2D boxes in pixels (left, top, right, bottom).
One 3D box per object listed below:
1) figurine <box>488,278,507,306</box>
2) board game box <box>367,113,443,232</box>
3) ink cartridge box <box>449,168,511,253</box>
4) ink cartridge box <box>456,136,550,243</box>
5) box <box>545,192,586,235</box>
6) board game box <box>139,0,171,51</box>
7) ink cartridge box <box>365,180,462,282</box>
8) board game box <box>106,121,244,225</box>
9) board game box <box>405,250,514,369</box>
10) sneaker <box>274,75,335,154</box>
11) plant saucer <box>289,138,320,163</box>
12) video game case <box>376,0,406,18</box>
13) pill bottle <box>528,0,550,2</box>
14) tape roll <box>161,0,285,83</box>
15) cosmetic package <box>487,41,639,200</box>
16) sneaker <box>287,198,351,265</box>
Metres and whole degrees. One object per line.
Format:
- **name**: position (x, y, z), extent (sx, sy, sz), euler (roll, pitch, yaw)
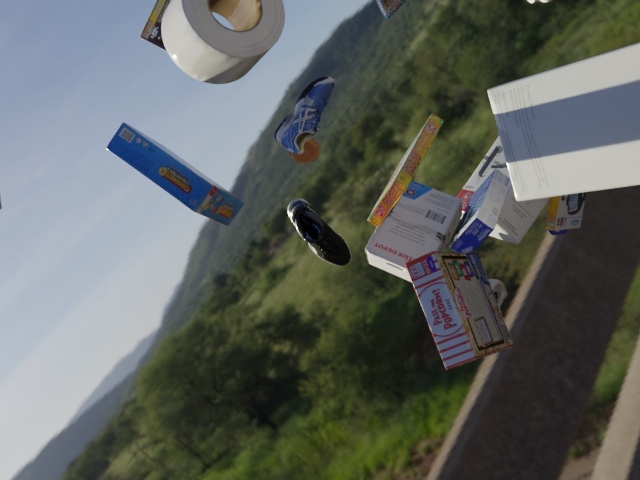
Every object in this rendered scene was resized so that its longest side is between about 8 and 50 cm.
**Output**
- **figurine**: position (0.349, 0.110, 2.199), extent (0.209, 0.215, 0.092), euler (7, 68, 49)
- **board game box**: position (0.162, -0.130, 1.612), extent (0.124, 0.039, 0.259), euler (-58, 3, 45)
- **ink cartridge box**: position (0.332, -0.057, 1.734), extent (0.097, 0.046, 0.207), euler (-53, 2, 40)
- **ink cartridge box**: position (0.479, -0.145, 2.092), extent (0.273, 0.114, 0.197), euler (-54, 24, -6)
- **box**: position (0.501, -0.075, 1.707), extent (0.028, 0.081, 0.136), euler (23, 114, 54)
- **board game box**: position (-0.379, -0.582, 2.230), extent (0.170, 0.141, 0.048), euler (-62, 13, 7)
- **ink cartridge box**: position (0.211, -0.018, 1.888), extent (0.203, 0.148, 0.086), euler (-60, -20, -18)
- **board game box**: position (-0.389, -0.175, 2.305), extent (0.086, 0.308, 0.302), euler (-55, -12, 1)
- **board game box**: position (0.193, 0.089, 1.137), extent (0.045, 0.147, 0.193), euler (-25, -13, 24)
- **sneaker**: position (-0.023, -0.301, 2.030), extent (0.080, 0.081, 0.211), euler (1, -51, -54)
- **plant saucer**: position (-0.043, -0.237, 2.217), extent (0.083, 0.083, 0.013), euler (-49, 23, 35)
- **video game case**: position (0.131, -0.543, 1.660), extent (0.015, 0.166, 0.119), euler (14, 56, 49)
- **pill bottle**: position (0.507, -0.558, 1.836), extent (0.116, 0.065, 0.065), euler (-21, -2, -11)
- **tape roll**: position (-0.224, -0.501, 1.919), extent (0.246, 0.246, 0.169), euler (-53, 13, -25)
- **cosmetic package**: position (0.476, -0.199, 1.349), extent (0.156, 0.217, 0.385), euler (-21, 10, -35)
- **sneaker**: position (0.000, 0.000, 2.060), extent (0.079, 0.217, 0.121), euler (-41, 19, 7)
